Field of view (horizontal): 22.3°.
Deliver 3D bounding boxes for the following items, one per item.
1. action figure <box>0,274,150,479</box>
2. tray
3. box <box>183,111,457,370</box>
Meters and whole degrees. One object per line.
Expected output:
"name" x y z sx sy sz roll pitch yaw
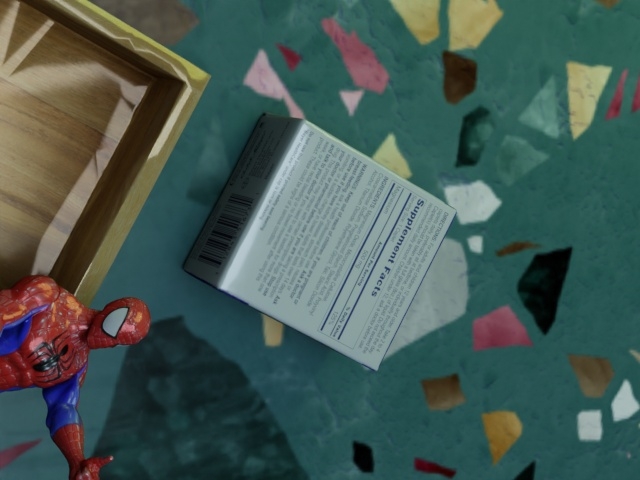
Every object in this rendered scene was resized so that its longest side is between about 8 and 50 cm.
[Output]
"action figure" -0.226 0.104 0.926 0.280 0.139 0.091 -20 124 -3
"tray" -0.288 -0.110 0.947 0.411 0.076 0.203 30 85 -27
"box" 0.000 0.000 1.101 0.137 0.072 0.126 30 85 -26
